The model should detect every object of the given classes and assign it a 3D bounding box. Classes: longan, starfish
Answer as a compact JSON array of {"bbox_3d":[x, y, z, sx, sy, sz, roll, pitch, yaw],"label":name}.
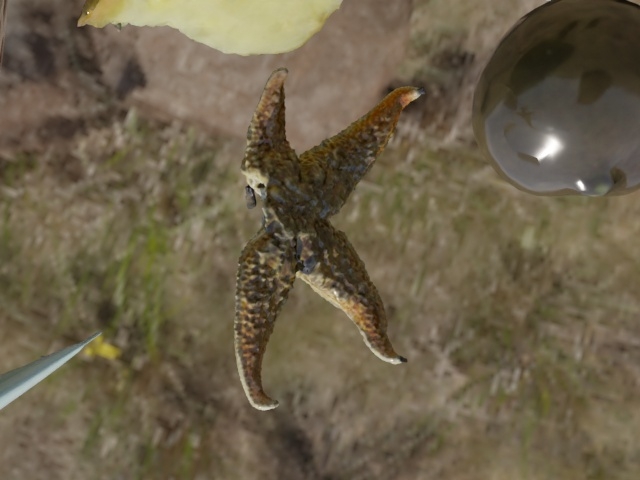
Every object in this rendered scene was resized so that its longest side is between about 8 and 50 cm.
[{"bbox_3d":[0.212,-0.115,1.370,0.189,0.189,0.189,14,148,9],"label":"longan"},{"bbox_3d":[0.000,0.000,1.199,0.138,0.247,0.050,9,172,-29],"label":"starfish"}]

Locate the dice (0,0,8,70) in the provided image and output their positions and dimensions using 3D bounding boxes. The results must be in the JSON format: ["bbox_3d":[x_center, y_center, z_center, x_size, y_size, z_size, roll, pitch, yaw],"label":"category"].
[{"bbox_3d":[-0.437,-0.221,1.797,0.194,0.192,0.193,8,132,-10],"label":"dice"}]

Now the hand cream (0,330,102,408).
[{"bbox_3d":[-0.318,0.153,1.328,0.109,0.321,0.067,-24,97,51],"label":"hand cream"}]

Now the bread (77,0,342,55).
[{"bbox_3d":[0.009,-0.284,1.171,0.248,0.315,0.279,9,180,-44],"label":"bread"}]
